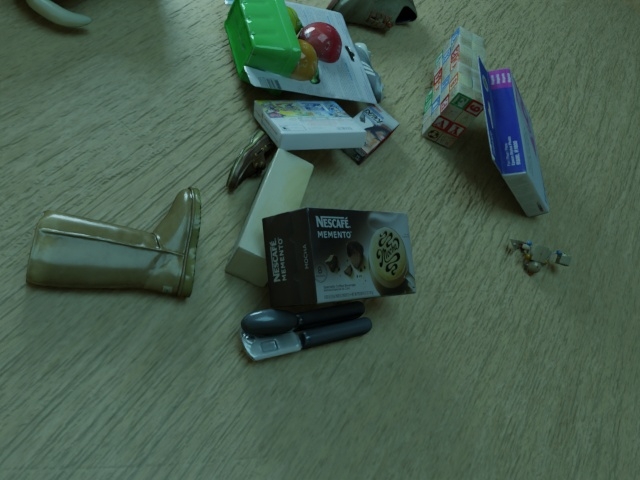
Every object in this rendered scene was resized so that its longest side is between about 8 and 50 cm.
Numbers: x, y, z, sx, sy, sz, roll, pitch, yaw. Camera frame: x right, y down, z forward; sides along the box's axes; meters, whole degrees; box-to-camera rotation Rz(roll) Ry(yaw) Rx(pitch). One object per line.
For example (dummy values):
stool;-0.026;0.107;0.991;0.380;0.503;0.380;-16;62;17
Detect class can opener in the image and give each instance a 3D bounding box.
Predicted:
can opener;-0.020;0.163;1.109;0.280;0.093;0.074;-4;62;-35

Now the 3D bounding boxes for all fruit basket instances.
fruit basket;-0.054;-0.475;1.471;0.353;0.165;0.327;1;60;-37

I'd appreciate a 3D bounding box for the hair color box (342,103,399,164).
hair color box;0.115;-0.270;1.473;0.093;0.053;0.167;42;52;2

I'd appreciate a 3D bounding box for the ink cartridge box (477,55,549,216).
ink cartridge box;0.505;-0.271;1.535;0.330;0.071;0.324;36;47;-52

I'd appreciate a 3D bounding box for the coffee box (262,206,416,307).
coffee box;0.043;0.032;1.119;0.297;0.119;0.168;1;81;-47

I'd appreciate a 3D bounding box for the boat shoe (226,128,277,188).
boat shoe;-0.145;-0.171;1.268;0.060;0.064;0.178;31;49;-4

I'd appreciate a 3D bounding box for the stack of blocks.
stack of blocks;0.368;-0.424;1.624;0.087;0.171;0.297;22;52;-13

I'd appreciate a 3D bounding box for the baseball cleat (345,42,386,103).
baseball cleat;0.101;-0.444;1.578;0.109;0.072;0.206;-7;58;-15

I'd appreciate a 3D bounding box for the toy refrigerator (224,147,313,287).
toy refrigerator;-0.096;-0.048;1.191;0.094;0.102;0.269;26;51;-11

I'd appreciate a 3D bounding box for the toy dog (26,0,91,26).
toy dog;-0.498;-0.695;1.278;0.408;0.284;0.395;-28;90;-31

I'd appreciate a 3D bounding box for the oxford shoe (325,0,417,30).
oxford shoe;0.163;-0.677;1.715;0.348;0.123;0.130;-27;80;-36

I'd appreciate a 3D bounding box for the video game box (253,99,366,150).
video game box;-0.028;-0.265;1.339;0.205;0.048;0.187;-6;39;-24

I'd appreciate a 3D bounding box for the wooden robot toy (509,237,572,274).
wooden robot toy;0.546;0.050;1.496;0.173;0.076;0.079;16;89;-17

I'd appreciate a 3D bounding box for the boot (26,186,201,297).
boot;-0.355;-0.018;1.050;0.269;0.089;0.236;10;56;-20
